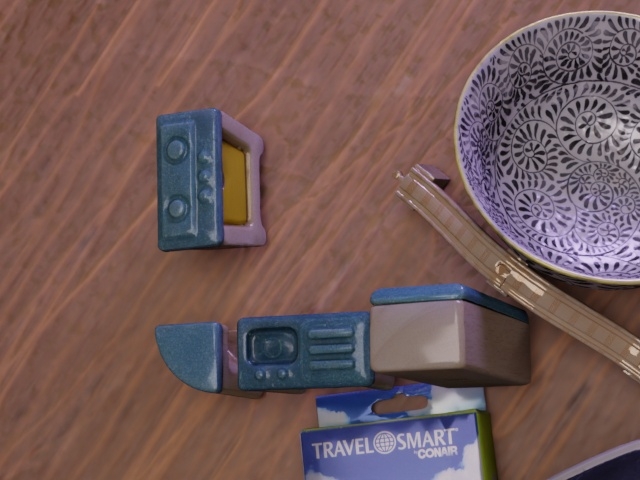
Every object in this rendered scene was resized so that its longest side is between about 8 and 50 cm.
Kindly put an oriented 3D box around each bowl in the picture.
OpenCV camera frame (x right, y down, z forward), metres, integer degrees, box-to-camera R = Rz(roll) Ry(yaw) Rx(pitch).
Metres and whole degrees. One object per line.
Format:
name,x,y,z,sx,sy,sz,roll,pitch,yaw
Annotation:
bowl,0.154,-0.035,1.023,0.170,0.080,0.170,1,62,-2

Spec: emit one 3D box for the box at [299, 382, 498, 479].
box,0.050,0.170,1.055,0.109,0.042,0.178,-8,80,14

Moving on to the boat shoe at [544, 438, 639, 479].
boat shoe,0.023,0.278,0.955,0.500,0.156,0.187,-36,93,18

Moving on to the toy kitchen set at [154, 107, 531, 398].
toy kitchen set,0.000,0.000,1.041,0.207,0.122,0.166,-5,80,22

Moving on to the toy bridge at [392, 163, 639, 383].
toy bridge,0.113,0.017,1.047,0.188,0.063,0.026,38,104,17
